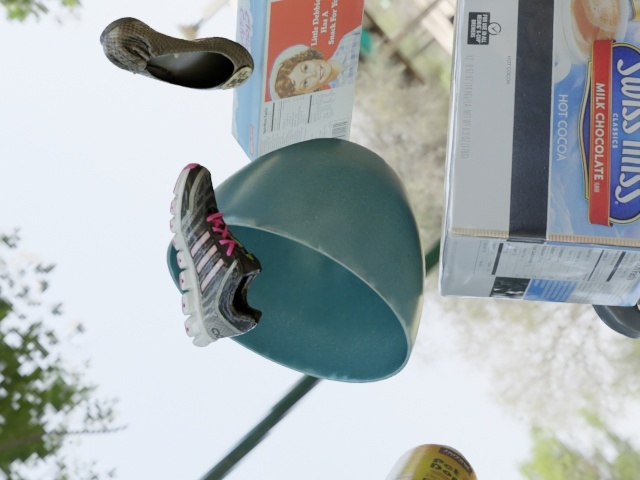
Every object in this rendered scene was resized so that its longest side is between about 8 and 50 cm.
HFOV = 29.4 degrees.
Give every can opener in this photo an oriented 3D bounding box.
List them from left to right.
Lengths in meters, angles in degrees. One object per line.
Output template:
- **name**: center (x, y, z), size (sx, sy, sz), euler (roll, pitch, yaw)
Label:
- **can opener**: center (0.371, 0.024, 1.634), size (0.283, 0.095, 0.076), euler (43, 161, -25)

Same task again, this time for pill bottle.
- **pill bottle**: center (0.130, 0.322, 1.497), size (0.117, 0.117, 0.215), euler (49, -163, 3)

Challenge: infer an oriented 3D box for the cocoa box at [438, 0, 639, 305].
- **cocoa box**: center (0.253, -0.124, 1.313), size (0.231, 0.228, 0.347), euler (79, -164, -72)

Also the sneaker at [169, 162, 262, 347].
- **sneaker**: center (-0.090, 0.012, 1.115), size (0.063, 0.074, 0.170), euler (-19, -77, -74)

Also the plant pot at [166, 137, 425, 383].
- **plant pot**: center (0.000, 0.000, 1.374), size (0.290, 0.290, 0.195), euler (43, -124, -26)

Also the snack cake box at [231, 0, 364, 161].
- **snack cake box**: center (-0.033, -0.242, 1.646), size (0.089, 0.152, 0.264), euler (54, 148, 42)

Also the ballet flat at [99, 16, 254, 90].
- **ballet flat**: center (-0.163, -0.213, 1.469), size (0.250, 0.084, 0.058), euler (8, -138, -56)
